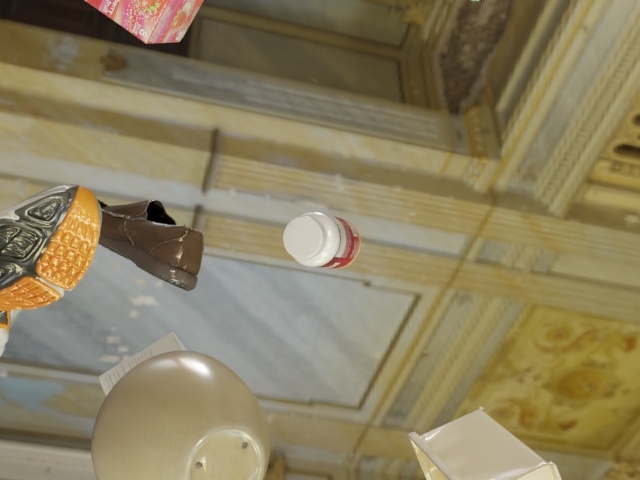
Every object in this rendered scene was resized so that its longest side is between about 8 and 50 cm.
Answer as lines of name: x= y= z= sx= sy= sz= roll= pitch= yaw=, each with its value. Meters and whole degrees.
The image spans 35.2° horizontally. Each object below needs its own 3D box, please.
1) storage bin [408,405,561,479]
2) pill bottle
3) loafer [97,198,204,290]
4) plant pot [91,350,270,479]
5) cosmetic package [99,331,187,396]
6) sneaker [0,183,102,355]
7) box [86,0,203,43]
storage bin: x=0.259 y=0.398 z=1.403 sx=0.262 sy=0.123 sz=0.260 roll=-151 pitch=-142 yaw=-75
pill bottle: x=0.000 y=0.000 z=1.576 sx=0.152 sy=0.086 sz=0.086 roll=10 pitch=90 yaw=-68
loafer: x=-0.342 y=-0.017 z=1.980 sx=0.366 sy=0.134 sz=0.130 roll=25 pitch=-95 yaw=39
plant pot: x=-0.190 y=0.330 z=1.572 sx=0.191 sy=0.284 sz=0.284 roll=12 pitch=-88 yaw=58
cosmetic package: x=-0.331 y=0.322 z=2.101 sx=0.151 sy=0.184 sz=0.151 roll=55 pitch=-6 yaw=39
sneaker: x=-0.296 y=0.016 z=0.966 sx=0.262 sy=0.099 sz=0.121 roll=-39 pitch=-152 yaw=29
box: x=-0.207 y=-0.413 z=1.395 sx=0.256 sy=0.128 sz=0.122 roll=-56 pitch=174 yaw=19
